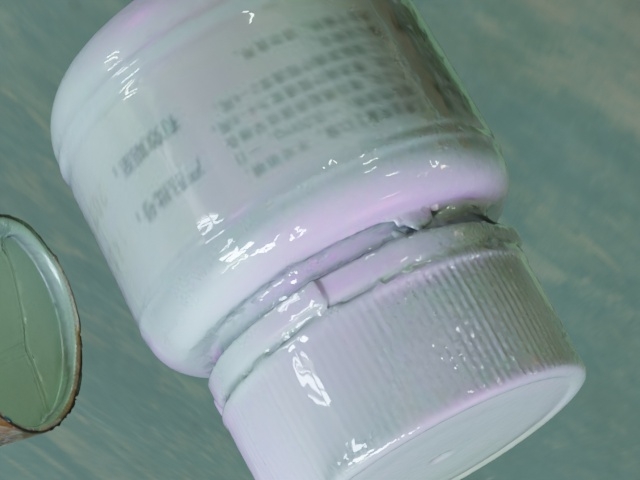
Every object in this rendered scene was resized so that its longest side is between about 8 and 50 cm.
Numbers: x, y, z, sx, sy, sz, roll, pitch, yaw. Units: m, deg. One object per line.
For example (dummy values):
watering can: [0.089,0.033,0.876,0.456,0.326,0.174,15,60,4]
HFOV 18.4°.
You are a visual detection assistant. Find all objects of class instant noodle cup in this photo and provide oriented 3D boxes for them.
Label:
instant noodle cup: [-0.350,0.097,1.691,0.231,0.243,0.243,-14,81,23]

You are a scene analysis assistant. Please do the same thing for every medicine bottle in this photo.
medicine bottle: [0.000,0.000,1.173,0.241,0.241,0.302,-27,72,-4]
